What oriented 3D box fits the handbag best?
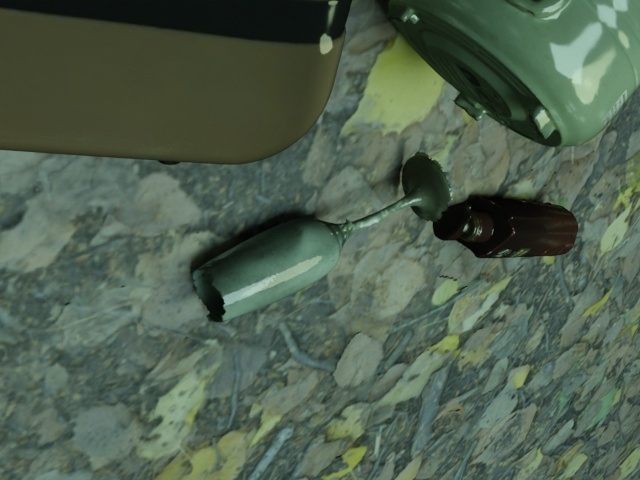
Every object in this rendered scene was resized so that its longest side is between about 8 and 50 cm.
[{"bbox_3d":[-0.119,-0.171,0.425,0.302,0.149,0.283,4,132,-21],"label":"handbag"}]

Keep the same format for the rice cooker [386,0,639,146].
[{"bbox_3d":[0.189,-0.209,0.766,0.244,0.226,0.226,-49,144,-3],"label":"rice cooker"}]

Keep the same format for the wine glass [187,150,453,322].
[{"bbox_3d":[0.000,0.000,0.879,0.262,0.074,0.074,-26,137,-29],"label":"wine glass"}]

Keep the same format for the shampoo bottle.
[{"bbox_3d":[0.205,-0.014,1.086,0.236,0.067,0.068,0,130,-48],"label":"shampoo bottle"}]
